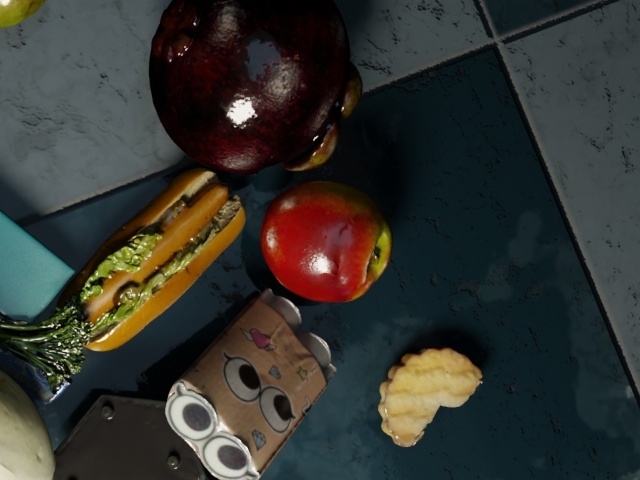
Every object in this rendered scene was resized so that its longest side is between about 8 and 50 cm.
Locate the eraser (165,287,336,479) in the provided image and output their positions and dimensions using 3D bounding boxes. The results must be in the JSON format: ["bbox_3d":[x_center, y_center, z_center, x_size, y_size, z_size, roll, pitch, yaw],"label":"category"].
[{"bbox_3d":[-0.095,0.200,1.728,0.171,0.087,0.290,52,32,-6],"label":"eraser"}]

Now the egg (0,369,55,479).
[{"bbox_3d":[-0.509,0.312,1.601,0.283,0.283,0.345,37,105,-8],"label":"egg"}]

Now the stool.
[{"bbox_3d":[-0.253,0.327,1.702,0.232,0.141,0.232,-4,67,9],"label":"stool"}]

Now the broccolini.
[{"bbox_3d":[-0.427,0.088,1.684,0.271,0.062,0.123,41,85,-12],"label":"broccolini"}]

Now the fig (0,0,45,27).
[{"bbox_3d":[-0.463,-0.374,1.754,0.153,0.120,0.136,-6,48,4],"label":"fig"}]

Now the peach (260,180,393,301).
[{"bbox_3d":[0.000,0.000,1.812,0.197,0.197,0.197,1,85,-14],"label":"peach"}]

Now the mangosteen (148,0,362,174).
[{"bbox_3d":[-0.081,-0.236,1.769,0.347,0.307,0.306,27,78,-40],"label":"mangosteen"}]

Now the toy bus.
[{"bbox_3d":[-0.430,0.174,1.754,0.153,0.051,0.061,39,90,-8],"label":"toy bus"}]

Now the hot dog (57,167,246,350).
[{"bbox_3d":[-0.251,0.034,1.783,0.337,0.100,0.135,-44,97,-14],"label":"hot dog"}]

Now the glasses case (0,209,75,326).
[{"bbox_3d":[-0.501,-0.006,1.724,0.301,0.070,0.117,41,74,-14],"label":"glasses case"}]

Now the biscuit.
[{"bbox_3d":[0.158,0.227,1.890,0.183,0.061,0.118,-34,92,-16],"label":"biscuit"}]
